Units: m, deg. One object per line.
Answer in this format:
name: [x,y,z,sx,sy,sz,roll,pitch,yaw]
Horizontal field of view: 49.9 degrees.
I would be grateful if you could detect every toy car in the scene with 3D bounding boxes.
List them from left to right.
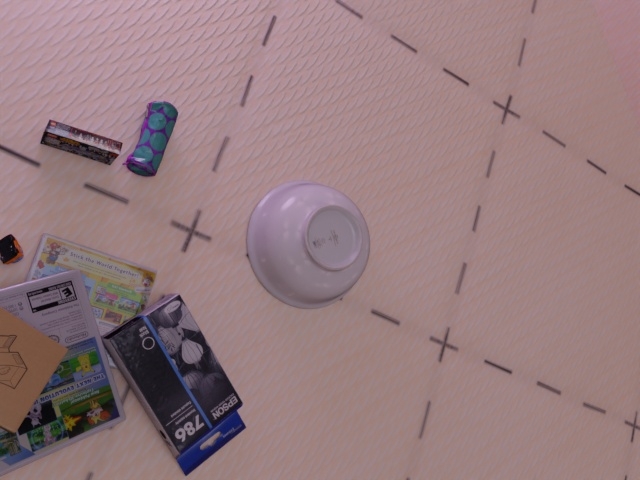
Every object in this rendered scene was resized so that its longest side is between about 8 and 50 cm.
toy car: [-0.589,0.049,1.253,0.122,0.060,0.040,-48,150,-8]

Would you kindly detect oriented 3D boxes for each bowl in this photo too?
bowl: [0.000,0.000,1.508,0.298,0.134,0.297,5,80,-28]

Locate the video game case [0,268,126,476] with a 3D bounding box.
video game case: [-0.528,0.232,1.180,0.329,0.036,0.299,-18,91,-43]

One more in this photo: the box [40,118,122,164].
box: [-0.456,-0.185,1.312,0.137,0.094,0.027,17,75,-25]

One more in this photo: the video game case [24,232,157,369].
video game case: [-0.451,0.119,1.312,0.227,0.026,0.206,21,74,-23]

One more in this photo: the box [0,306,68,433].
box: [-0.546,0.198,1.133,0.201,0.021,0.164,42,55,-27]

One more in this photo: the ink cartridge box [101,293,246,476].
ink cartridge box: [-0.270,0.285,1.347,0.165,0.065,0.332,-36,105,-31]

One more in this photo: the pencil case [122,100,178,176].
pencil case: [-0.343,-0.207,1.393,0.070,0.065,0.151,28,70,-39]
